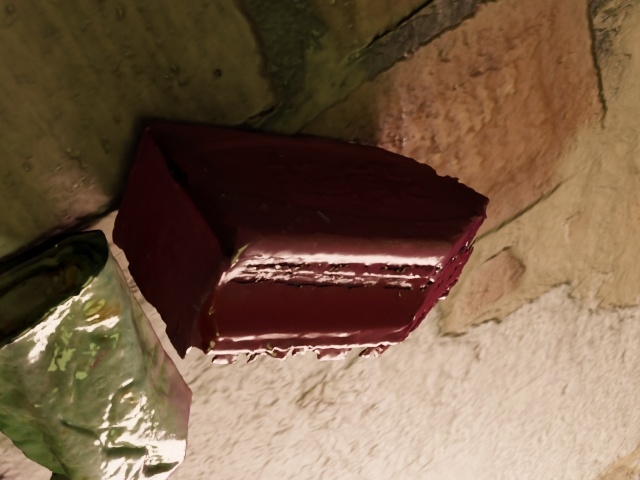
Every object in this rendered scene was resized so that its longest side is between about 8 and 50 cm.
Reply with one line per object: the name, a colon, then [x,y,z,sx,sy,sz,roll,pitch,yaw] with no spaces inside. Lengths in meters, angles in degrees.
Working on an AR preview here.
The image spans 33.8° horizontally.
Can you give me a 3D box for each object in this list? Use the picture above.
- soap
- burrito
soap: [0.000,0.000,0.702,0.250,0.162,0.099,2,118,-38]
burrito: [-0.164,0.104,0.731,0.144,0.089,0.229,-29,135,-5]
